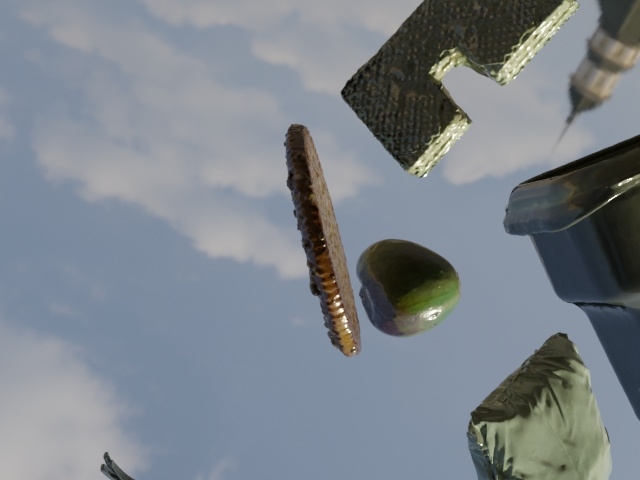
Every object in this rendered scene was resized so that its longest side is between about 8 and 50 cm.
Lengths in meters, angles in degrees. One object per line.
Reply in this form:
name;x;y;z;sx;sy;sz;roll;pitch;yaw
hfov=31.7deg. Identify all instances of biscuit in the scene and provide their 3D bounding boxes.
biscuit;0.141;-0.195;1.184;0.046;0.250;0.147;24;-155;-51
biscuit;0.000;0.000;1.421;0.038;0.305;0.305;-14;-142;4

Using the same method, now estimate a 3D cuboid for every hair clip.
hair clip;-0.268;0.335;1.577;0.115;0.039;0.030;54;-157;-41

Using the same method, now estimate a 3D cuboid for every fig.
fig;0.159;0.086;2.046;0.191;0.181;0.181;-2;-147;10

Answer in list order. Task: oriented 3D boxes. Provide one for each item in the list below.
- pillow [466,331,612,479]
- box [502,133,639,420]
pillow;0.333;0.309;1.687;0.310;0.138;0.283;-38;-67;-45
box;0.274;0.001;0.720;0.274;0.138;0.178;-23;-88;-12
